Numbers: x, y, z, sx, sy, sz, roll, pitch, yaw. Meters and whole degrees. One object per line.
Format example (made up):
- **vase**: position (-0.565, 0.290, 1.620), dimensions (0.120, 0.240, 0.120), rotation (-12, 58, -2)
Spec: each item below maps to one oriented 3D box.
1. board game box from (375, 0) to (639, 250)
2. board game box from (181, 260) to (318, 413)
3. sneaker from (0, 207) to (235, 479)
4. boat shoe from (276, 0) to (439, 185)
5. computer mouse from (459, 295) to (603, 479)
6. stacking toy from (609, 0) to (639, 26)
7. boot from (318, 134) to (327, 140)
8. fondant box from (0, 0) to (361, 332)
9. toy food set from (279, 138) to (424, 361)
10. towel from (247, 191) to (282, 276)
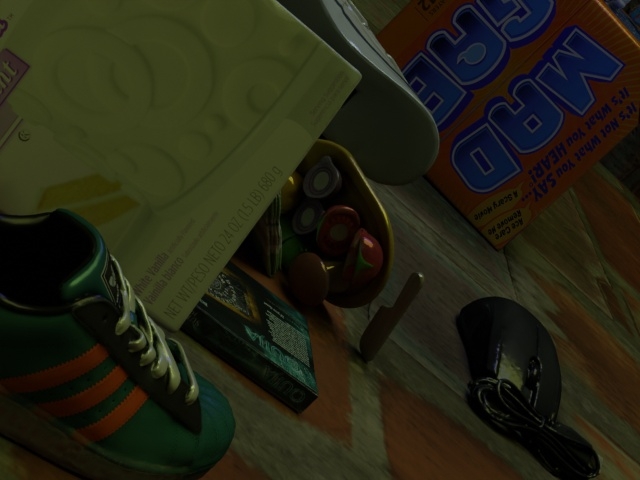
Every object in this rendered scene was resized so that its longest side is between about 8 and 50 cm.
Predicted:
- **board game box**: position (0.296, -0.261, 2.263), dimensions (0.356, 0.356, 0.356), rotation (47, 17, 0)
- **board game box**: position (-0.081, 0.054, 1.222), dimensions (0.186, 0.026, 0.126), rotation (38, 18, -22)
- **sneaker**: position (-0.146, 0.059, 0.896), dimensions (0.302, 0.121, 0.108), rotation (30, 23, -41)
- **boat shoe**: position (-0.012, -0.220, 1.533), dimensions (0.367, 0.136, 0.156), rotation (44, 12, -11)
- **computer mouse**: position (0.235, 0.143, 1.674), dimensions (0.188, 0.072, 0.272), rotation (37, 19, -22)
- **stacking toy**: position (0.503, -0.339, 2.245), dimensions (0.167, 0.052, 0.221), rotation (45, 15, -13)
- **boot**: position (-0.123, -0.184, 1.575), dimensions (0.280, 0.096, 0.264), rotation (43, 26, 8)
- **fondant box**: position (-0.170, -0.124, 1.038), dimensions (0.330, 0.238, 0.096), rotation (38, -5, -22)
- **toy food set**: position (0.000, 0.000, 1.399), dimensions (0.071, 0.128, 0.218), rotation (-8, 57, -44)
- **towel**: position (-0.060, -0.055, 1.370), dimensions (0.152, 0.023, 0.113), rotation (91, -22, -47)
